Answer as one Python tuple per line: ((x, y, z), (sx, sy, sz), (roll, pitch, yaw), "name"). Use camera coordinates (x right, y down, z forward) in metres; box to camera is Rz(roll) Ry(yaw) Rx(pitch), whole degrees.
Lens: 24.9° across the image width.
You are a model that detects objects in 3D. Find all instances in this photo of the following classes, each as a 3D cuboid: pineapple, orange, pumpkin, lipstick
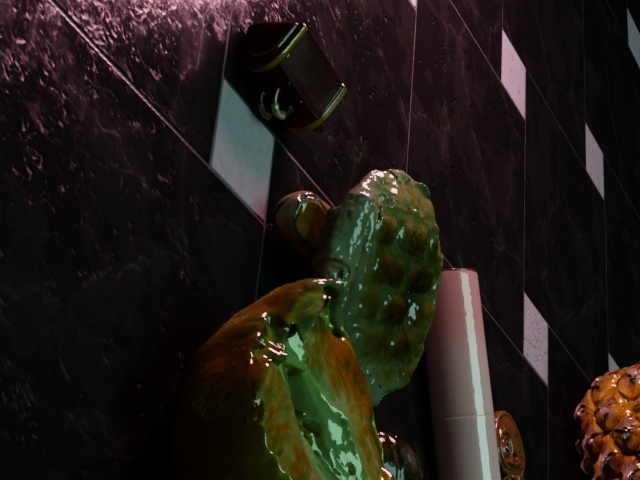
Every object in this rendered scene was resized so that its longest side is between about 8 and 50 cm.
((0.618, 0.359, 2.525), (0.352, 0.352, 0.300), (31, 48, -58), "pineapple")
((-0.037, 0.188, 1.400), (0.334, 0.196, 0.262), (-58, 146, -50), "orange")
((0.067, 0.278, 1.690), (0.183, 0.108, 0.119), (32, 46, -59), "pumpkin")
((0.191, 0.205, 1.994), (0.087, 0.087, 0.326), (20, 62, -61), "lipstick")

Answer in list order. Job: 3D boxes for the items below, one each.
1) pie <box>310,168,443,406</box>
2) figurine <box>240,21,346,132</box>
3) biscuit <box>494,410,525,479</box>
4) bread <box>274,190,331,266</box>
((0.075, 0.057, 1.744), (0.306, 0.071, 0.306), (-36, 133, -50), "pie")
((-0.035, -0.174, 1.701), (0.154, 0.082, 0.098), (56, 47, -41), "figurine")
((0.290, 0.347, 2.215), (0.124, 0.026, 0.175), (15, 67, -62), "biscuit")
((0.000, 0.000, 1.713), (0.214, 0.053, 0.073), (40, 63, -57), "bread")
